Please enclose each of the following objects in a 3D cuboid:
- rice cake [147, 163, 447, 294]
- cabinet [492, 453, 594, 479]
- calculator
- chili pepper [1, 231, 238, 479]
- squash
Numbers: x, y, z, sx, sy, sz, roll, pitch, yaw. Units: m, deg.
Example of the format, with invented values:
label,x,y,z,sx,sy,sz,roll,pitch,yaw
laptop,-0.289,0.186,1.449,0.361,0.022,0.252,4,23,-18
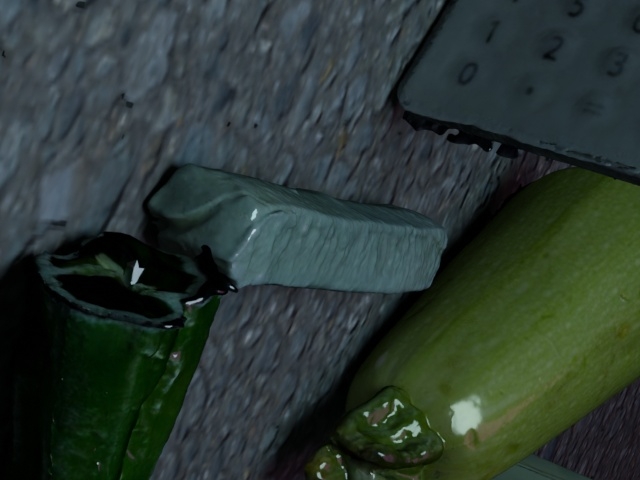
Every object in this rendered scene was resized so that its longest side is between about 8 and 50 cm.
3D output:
label,x,y,z,sx,sy,sz,roll,pitch,yaw
rice cake,0.000,0.000,0.796,0.042,0.045,0.245,-67,159,5
cabinet,0.078,0.238,1.091,0.206,0.150,0.145,-55,152,-27
calculator,0.158,-0.143,0.868,0.261,0.161,0.021,-60,147,-18
chili pepper,-0.094,0.108,0.674,0.088,0.059,0.226,-28,140,-65
squash,0.079,0.069,1.005,0.287,0.137,0.137,-35,145,-34
